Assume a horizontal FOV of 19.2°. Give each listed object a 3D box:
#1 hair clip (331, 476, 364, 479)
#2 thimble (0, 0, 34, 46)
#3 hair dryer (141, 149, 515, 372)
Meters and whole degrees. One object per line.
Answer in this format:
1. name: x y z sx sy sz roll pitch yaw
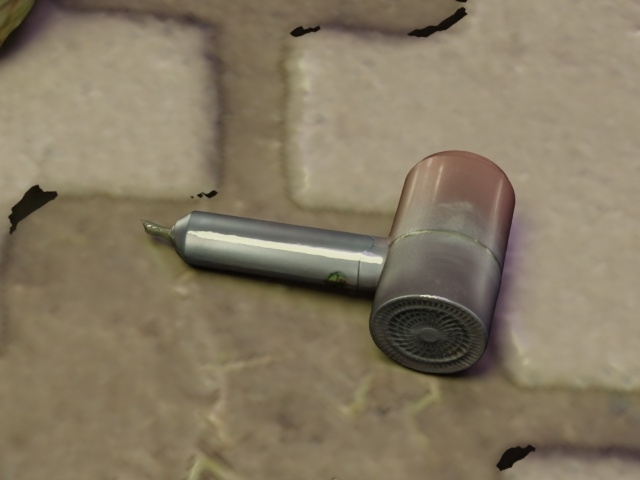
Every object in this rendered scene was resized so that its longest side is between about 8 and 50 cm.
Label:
1. hair clip: 0.048 0.136 0.422 0.054 0.140 0.220 -21 34 -9
2. thimble: -0.170 -0.153 0.609 0.190 0.143 0.137 30 55 16
3. hair dryer: 0.000 0.000 0.585 0.114 0.037 0.063 8 50 8
